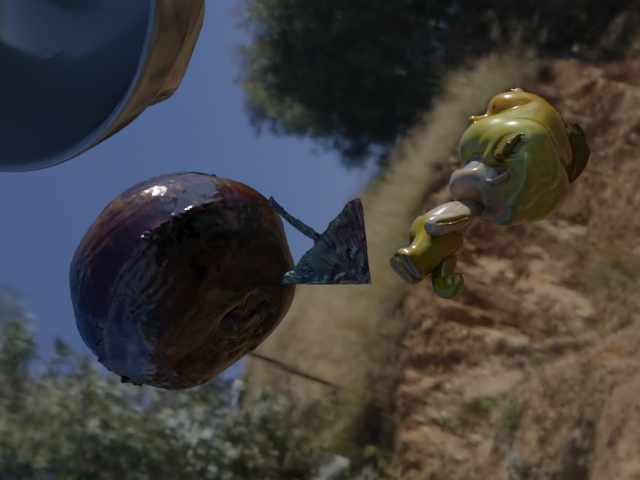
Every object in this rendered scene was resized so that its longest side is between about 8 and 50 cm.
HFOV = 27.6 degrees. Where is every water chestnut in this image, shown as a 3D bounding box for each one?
[{"bbox_3d":[-0.212,0.041,1.893,0.350,0.302,0.350,-27,-34,-20],"label":"water chestnut"}]

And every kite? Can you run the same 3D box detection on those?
[{"bbox_3d":[0.000,0.000,1.499,0.139,0.156,0.011,-50,-7,-16],"label":"kite"}]

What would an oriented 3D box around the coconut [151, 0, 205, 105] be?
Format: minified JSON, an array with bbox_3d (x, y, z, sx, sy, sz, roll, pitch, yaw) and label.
[{"bbox_3d":[-0.208,-0.236,1.372,0.171,0.170,0.183,79,-166,-57],"label":"coconut"}]

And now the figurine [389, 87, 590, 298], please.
[{"bbox_3d":[0.170,-0.050,1.322,0.246,0.131,0.156,-46,-2,-13],"label":"figurine"}]

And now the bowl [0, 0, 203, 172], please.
[{"bbox_3d":[-0.187,-0.199,0.833,0.144,0.287,0.287,-40,-37,-56],"label":"bowl"}]
